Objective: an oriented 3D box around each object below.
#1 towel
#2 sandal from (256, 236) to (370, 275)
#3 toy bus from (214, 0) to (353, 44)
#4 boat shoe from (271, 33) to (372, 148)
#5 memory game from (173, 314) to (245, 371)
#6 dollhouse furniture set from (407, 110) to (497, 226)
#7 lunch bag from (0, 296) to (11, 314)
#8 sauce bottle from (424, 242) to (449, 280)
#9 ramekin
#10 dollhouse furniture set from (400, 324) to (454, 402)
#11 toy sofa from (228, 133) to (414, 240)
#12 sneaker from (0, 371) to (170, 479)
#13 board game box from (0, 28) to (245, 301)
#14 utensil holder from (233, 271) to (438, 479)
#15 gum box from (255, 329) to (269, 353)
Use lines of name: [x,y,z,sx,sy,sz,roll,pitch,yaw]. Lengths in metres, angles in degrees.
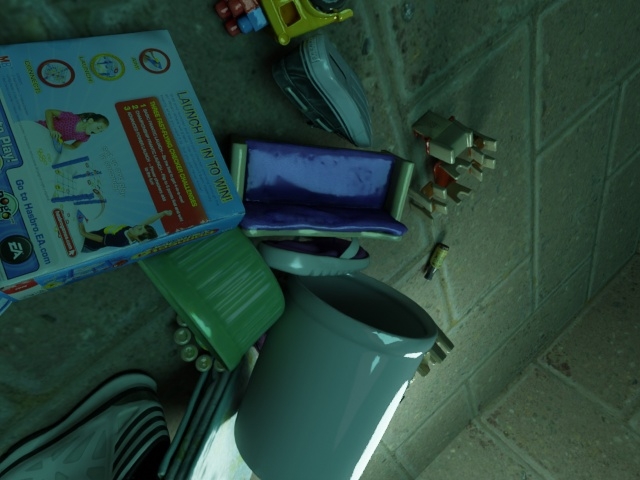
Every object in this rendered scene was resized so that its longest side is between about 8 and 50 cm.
towel: [-0.226,0.455,0.990,0.375,0.090,0.321,-69,158,-46]
sandal: [0.014,0.004,0.886,0.416,0.169,0.102,-9,114,-71]
toy bus: [-0.079,-0.428,0.659,0.211,0.149,0.220,-28,130,0]
boat shoe: [0.015,-0.278,0.831,0.335,0.119,0.121,33,51,-62]
memory game: [-0.231,0.200,0.934,0.186,0.012,0.186,5,80,-25]
dollhouse furniture set: [0.338,-0.214,1.137,0.262,0.135,0.259,-42,145,-8]
lunch bag: [-0.586,0.095,0.612,0.219,0.090,0.176,-47,134,-5]
sauce bottle: [0.381,0.072,1.381,0.042,0.042,0.128,5,111,-40]
ramekin: [-0.202,0.071,0.758,0.148,0.303,0.304,-39,134,-23]
dollhouse furniture set: [0.142,0.357,1.230,0.362,0.256,0.394,-46,161,18]
toy sofa: [0.002,-0.105,0.817,0.362,0.177,0.150,2,113,-20]
sneaker: [-0.490,0.496,0.818,0.447,0.257,0.169,-42,134,-8]
board game box: [-0.304,-0.117,0.570,0.301,0.086,0.308,-20,83,-27]
utensil holder: [0.022,0.283,0.895,0.327,0.327,0.386,11,106,-41]
gum box: [-0.090,0.232,1.100,0.188,0.062,0.107,-22,128,-26]
